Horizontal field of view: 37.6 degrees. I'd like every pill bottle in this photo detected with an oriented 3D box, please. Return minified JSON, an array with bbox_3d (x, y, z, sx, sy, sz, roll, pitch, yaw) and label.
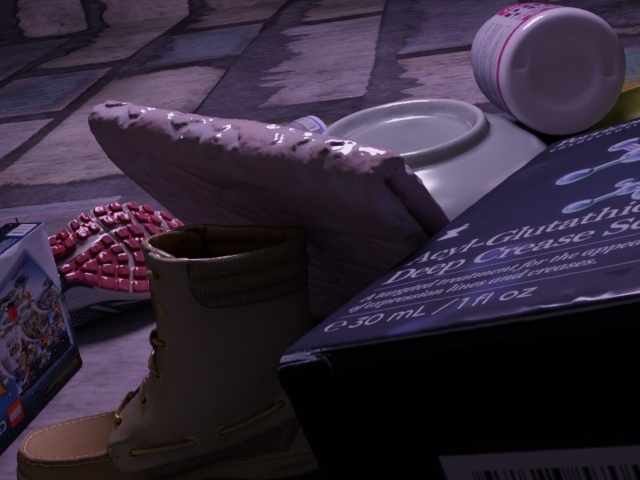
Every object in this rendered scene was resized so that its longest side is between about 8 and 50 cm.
[{"bbox_3d":[-0.056,-0.126,1.367,0.137,0.078,0.078,-25,28,-32],"label":"pill bottle"},{"bbox_3d":[0.299,-0.246,1.300,0.160,0.160,0.283,-9,16,0],"label":"pill bottle"}]

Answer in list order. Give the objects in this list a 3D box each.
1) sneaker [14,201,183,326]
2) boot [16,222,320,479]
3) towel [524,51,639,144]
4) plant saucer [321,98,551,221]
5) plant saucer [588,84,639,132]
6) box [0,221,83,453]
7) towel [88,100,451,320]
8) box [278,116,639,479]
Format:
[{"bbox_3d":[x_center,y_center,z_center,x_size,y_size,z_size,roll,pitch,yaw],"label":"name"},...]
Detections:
[{"bbox_3d":[-0.274,0.040,1.036,0.299,0.112,0.120,-10,63,-29],"label":"sneaker"},{"bbox_3d":[-0.123,0.093,0.718,0.262,0.203,0.095,-8,23,5],"label":"boot"},{"bbox_3d":[0.441,-0.213,1.431,0.272,0.040,0.370,-6,25,12],"label":"towel"},{"bbox_3d":[0.109,-0.100,1.195,0.401,0.100,0.400,-9,25,4],"label":"plant saucer"},{"bbox_3d":[0.465,-0.136,1.193,0.241,0.037,0.241,-8,35,6],"label":"plant saucer"},{"bbox_3d":[-0.301,0.102,0.825,0.044,0.159,0.233,0,24,17],"label":"box"},{"bbox_3d":[0.000,0.000,0.792,0.332,0.317,0.053,14,68,42],"label":"towel"},{"bbox_3d":[0.227,0.054,0.551,0.294,0.212,0.395,-16,11,40],"label":"box"}]
